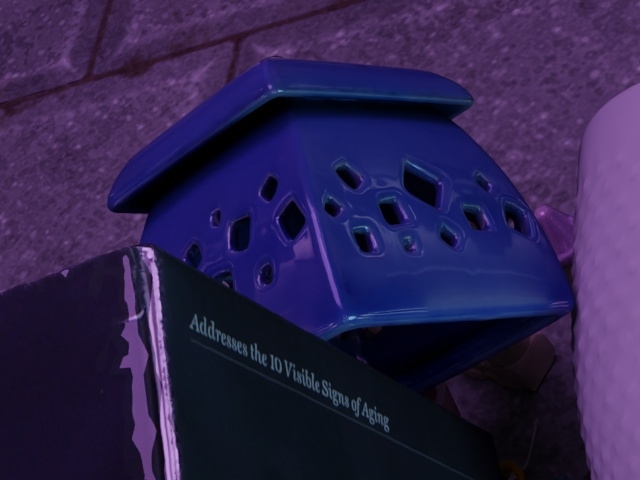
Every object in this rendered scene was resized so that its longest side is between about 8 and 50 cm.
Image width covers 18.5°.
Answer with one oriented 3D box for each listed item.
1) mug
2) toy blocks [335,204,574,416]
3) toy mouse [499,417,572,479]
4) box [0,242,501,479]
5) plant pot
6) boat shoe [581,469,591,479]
[{"bbox_3d":[0.322,0.062,1.336,0.276,0.374,0.328,12,64,-9],"label":"mug"},{"bbox_3d":[0.048,0.008,1.671,0.288,0.260,0.309,13,62,43],"label":"toy blocks"},{"bbox_3d":[0.163,0.237,1.549,0.161,0.031,0.143,-44,40,-6],"label":"toy mouse"},{"bbox_3d":[-0.070,0.319,1.205,0.297,0.480,0.471,-18,64,23],"label":"box"},{"bbox_3d":[0.000,0.000,1.400,0.236,0.236,0.212,-34,66,42],"label":"plant pot"},{"bbox_3d":[0.239,0.199,1.502,0.070,0.078,0.219,-20,41,36],"label":"boat shoe"}]
